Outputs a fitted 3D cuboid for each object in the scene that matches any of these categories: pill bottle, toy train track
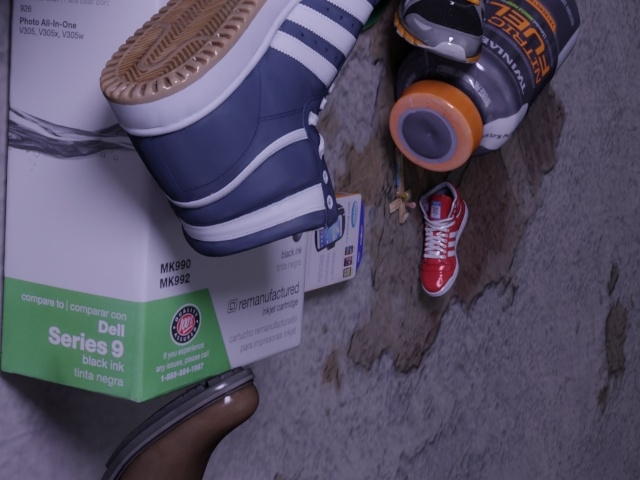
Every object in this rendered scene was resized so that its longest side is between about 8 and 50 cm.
[{"bbox_3d":[0.157,-0.168,1.436,0.246,0.130,0.130,-52,141,-42],"label":"pill bottle"},{"bbox_3d":[0.085,-0.056,1.458,0.048,0.014,0.083,-40,131,-51],"label":"toy train track"}]

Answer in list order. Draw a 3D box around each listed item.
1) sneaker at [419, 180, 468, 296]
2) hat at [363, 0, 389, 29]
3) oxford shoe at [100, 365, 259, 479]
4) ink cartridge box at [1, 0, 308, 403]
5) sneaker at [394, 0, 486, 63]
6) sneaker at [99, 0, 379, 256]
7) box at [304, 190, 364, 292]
[{"bbox_3d":[0.123,-0.005,1.515,0.067,0.042,0.118,58,40,-56],"label":"sneaker"},{"bbox_3d":[0.107,-0.275,1.253,0.173,0.183,0.208,-57,144,-36],"label":"hat"},{"bbox_3d":[-0.105,0.177,0.977,0.227,0.096,0.083,-50,167,20],"label":"oxford shoe"},{"bbox_3d":[-0.104,-0.057,0.995,0.211,0.121,0.289,-14,111,-59],"label":"ink cartridge box"},{"bbox_3d":[0.122,-0.239,1.341,0.215,0.084,0.083,-85,-163,-50],"label":"sneaker"},{"bbox_3d":[-0.013,-0.108,0.910,0.282,0.099,0.153,-47,130,-34],"label":"sneaker"},{"bbox_3d":[0.000,0.000,1.307,0.136,0.028,0.081,-13,110,-62],"label":"box"}]
